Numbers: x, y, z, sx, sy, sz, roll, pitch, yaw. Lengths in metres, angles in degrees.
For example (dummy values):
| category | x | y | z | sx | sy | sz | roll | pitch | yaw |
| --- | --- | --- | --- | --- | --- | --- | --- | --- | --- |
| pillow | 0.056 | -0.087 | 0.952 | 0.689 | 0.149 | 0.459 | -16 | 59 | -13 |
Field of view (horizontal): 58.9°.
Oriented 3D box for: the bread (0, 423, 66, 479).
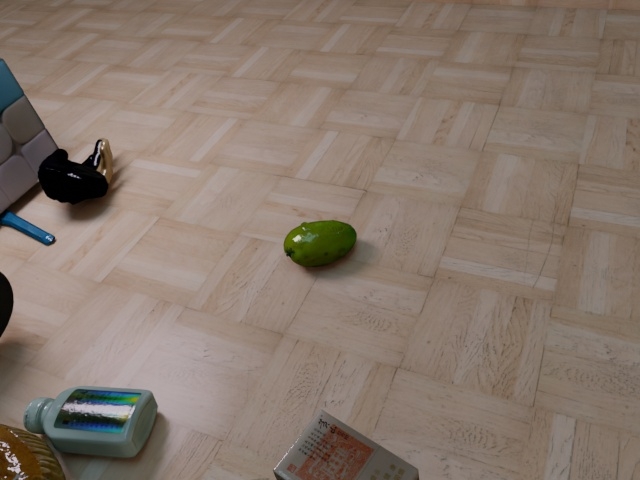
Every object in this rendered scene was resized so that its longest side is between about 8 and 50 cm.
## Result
| category | x | y | z | sx | sy | sz | roll | pitch | yaw |
| --- | --- | --- | --- | --- | --- | --- | --- | --- | --- |
| bread | -0.551 | 0.427 | 0.936 | 0.254 | 0.142 | 0.227 | 31 | 63 | 33 |

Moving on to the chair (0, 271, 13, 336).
| category | x | y | z | sx | sy | sz | roll | pitch | yaw |
| --- | --- | --- | --- | --- | --- | --- | --- | --- | --- |
| chair | -0.905 | 0.094 | 1.167 | 0.411 | 0.364 | 0.361 | 26 | 77 | 17 |

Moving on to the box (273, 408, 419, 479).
| category | x | y | z | sx | sy | sz | roll | pitch | yaw |
| --- | --- | --- | --- | --- | --- | --- | --- | --- | --- |
| box | 0.042 | 0.389 | 0.929 | 0.201 | 0.058 | 0.141 | 24 | 52 | 31 |

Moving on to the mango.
| category | x | y | z | sx | sy | sz | roll | pitch | yaw |
| --- | --- | --- | --- | --- | --- | --- | --- | --- | --- |
| mango | 0.000 | -0.001 | 1.321 | 0.179 | 0.100 | 0.119 | -13 | 40 | -15 |

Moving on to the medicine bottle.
| category | x | y | z | sx | sy | sz | roll | pitch | yaw |
| --- | --- | --- | --- | --- | --- | --- | --- | --- | --- |
| medicine bottle | -0.432 | 0.332 | 1.053 | 0.229 | 0.083 | 0.121 | 1 | 37 | 10 |

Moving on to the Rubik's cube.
| category | x | y | z | sx | sy | sz | roll | pitch | yaw |
| --- | --- | --- | --- | --- | --- | --- | --- | --- | --- |
| Rubik's cube | -1.028 | -0.279 | 1.595 | 0.345 | 0.346 | 0.346 | 5 | 43 | 25 |

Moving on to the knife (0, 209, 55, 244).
| category | x | y | z | sx | sy | sz | roll | pitch | yaw |
| --- | --- | --- | --- | --- | --- | --- | --- | --- | --- |
| knife | -0.834 | -0.043 | 1.566 | 0.297 | 0.026 | 0.044 | 22 | 54 | 27 |

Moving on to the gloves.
| category | x | y | z | sx | sy | sz | roll | pitch | yaw |
| --- | --- | --- | --- | --- | --- | --- | --- | --- | --- |
| gloves | -0.691 | -0.205 | 1.622 | 0.198 | 0.152 | 0.301 | 17 | 39 | -2 |
